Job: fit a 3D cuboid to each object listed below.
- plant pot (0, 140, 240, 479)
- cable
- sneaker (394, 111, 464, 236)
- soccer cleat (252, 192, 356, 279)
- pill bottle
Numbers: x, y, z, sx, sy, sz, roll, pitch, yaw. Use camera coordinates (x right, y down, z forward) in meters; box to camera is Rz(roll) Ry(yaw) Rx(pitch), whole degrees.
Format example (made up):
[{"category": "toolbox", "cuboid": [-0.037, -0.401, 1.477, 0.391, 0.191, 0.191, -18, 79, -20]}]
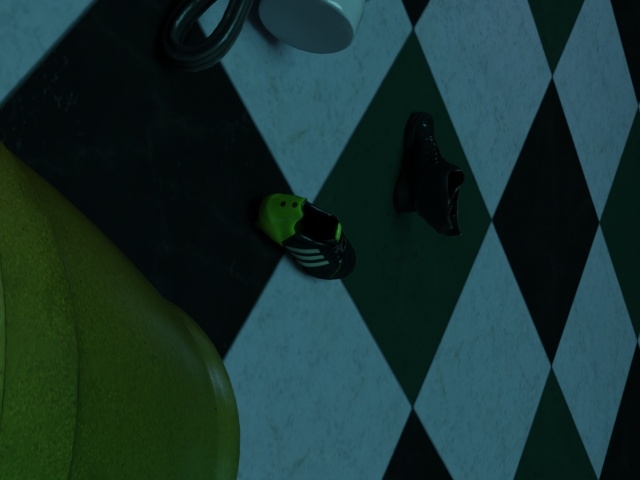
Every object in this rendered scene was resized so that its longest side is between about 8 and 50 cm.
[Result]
[{"category": "plant pot", "cuboid": [-0.220, 0.109, 0.572, 0.353, 0.366, 0.366, 34, 62, -64]}, {"category": "cable", "cuboid": [-0.053, -0.279, 0.981, 0.072, 0.139, 0.287, 62, 42, -73]}, {"category": "sneaker", "cuboid": [0.149, -0.088, 1.316, 0.051, 0.089, 0.170, 37, 60, -50]}, {"category": "soccer cleat", "cuboid": [0.000, 0.000, 1.108, 0.179, 0.072, 0.060, 35, 62, -51]}, {"category": "pill bottle", "cuboid": [0.015, -0.318, 1.075, 0.131, 0.131, 0.229, 43, 56, -48]}]
